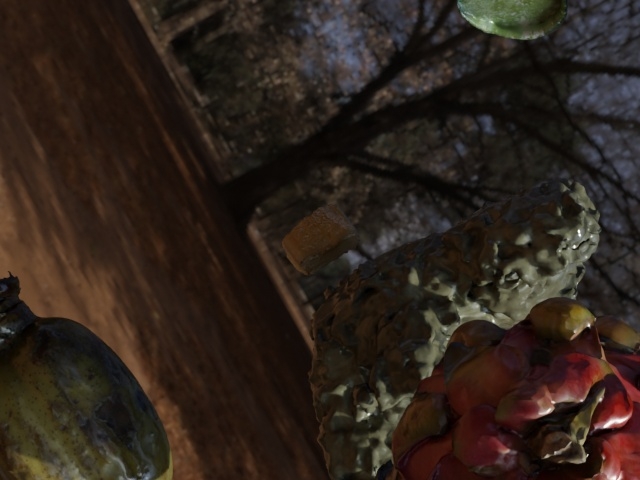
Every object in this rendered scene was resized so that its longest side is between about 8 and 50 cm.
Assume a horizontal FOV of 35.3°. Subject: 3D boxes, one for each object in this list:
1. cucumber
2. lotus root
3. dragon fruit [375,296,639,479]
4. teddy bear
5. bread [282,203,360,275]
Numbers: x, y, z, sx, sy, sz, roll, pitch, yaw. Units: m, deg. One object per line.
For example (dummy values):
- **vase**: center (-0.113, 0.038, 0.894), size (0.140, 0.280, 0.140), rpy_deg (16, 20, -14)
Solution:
- **cucumber**: center (0.086, -0.145, 0.438), size (0.048, 0.048, 0.105), rpy_deg (79, 17, -73)
- **lotus root**: center (-0.240, 0.143, 0.880), size (0.278, 0.154, 0.154), rpy_deg (55, -5, -6)
- **dragon fruit**: center (0.155, 0.178, 0.696), size (0.269, 0.250, 0.291), rpy_deg (-82, 166, -63)
- **teddy bear**: center (0.161, 0.076, 1.085), size (0.224, 0.367, 0.357), rpy_deg (54, 36, -7)
- **bread**: center (0.000, 0.000, 1.152), size (0.070, 0.083, 0.035), rpy_deg (48, -11, 48)
